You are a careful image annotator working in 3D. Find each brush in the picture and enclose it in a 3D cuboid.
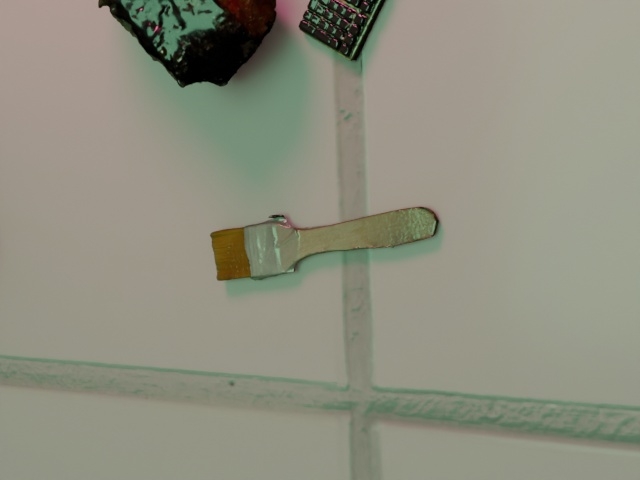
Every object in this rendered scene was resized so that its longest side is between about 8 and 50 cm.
[{"bbox_3d":[0.000,0.000,1.298,0.336,0.020,0.086,-8,91,28],"label":"brush"}]

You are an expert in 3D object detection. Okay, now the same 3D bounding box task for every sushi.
[{"bbox_3d":[-0.204,-0.355,1.291,0.182,0.196,0.343,-42,80,6],"label":"sushi"}]

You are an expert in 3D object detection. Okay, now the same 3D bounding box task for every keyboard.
[{"bbox_3d":[0.074,-0.382,1.212,0.106,0.027,0.317,34,110,22],"label":"keyboard"}]
